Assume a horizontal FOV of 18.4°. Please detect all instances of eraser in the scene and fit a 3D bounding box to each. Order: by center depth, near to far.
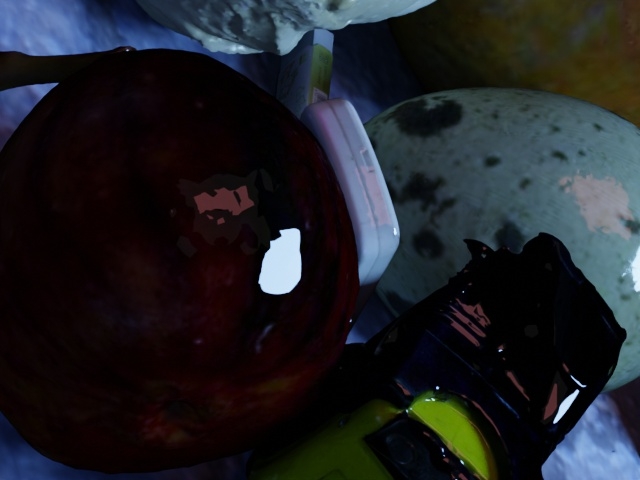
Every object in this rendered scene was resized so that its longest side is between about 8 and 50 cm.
[{"bbox_3d":[-0.011,-0.090,1.186,0.019,0.038,0.083,26,45,-25],"label":"eraser"}]

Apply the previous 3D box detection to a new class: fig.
[{"bbox_3d":[-0.074,-0.021,0.931,0.186,0.204,0.250,8,54,-10],"label":"fig"}]

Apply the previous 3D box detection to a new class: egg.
[{"bbox_3d":[0.114,-0.004,1.147,0.228,0.177,0.177,27,44,-10],"label":"egg"}]

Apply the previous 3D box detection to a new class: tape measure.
[{"bbox_3d":[0.043,0.096,0.991,0.112,0.186,0.199,50,42,1],"label":"tape measure"}]

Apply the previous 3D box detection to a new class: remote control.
[{"bbox_3d":[0.000,0.000,1.024,0.029,0.190,0.088,-14,72,-17],"label":"remote control"}]

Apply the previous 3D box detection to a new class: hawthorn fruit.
[{"bbox_3d":[0.187,-0.190,1.257,0.267,0.300,0.268,29,53,-46],"label":"hawthorn fruit"}]

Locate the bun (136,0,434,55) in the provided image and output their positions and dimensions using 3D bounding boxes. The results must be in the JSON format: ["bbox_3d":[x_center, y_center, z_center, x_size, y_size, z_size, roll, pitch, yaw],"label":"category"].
[{"bbox_3d":[0.003,-0.206,1.124,0.160,0.259,0.259,51,31,-44],"label":"bun"}]
